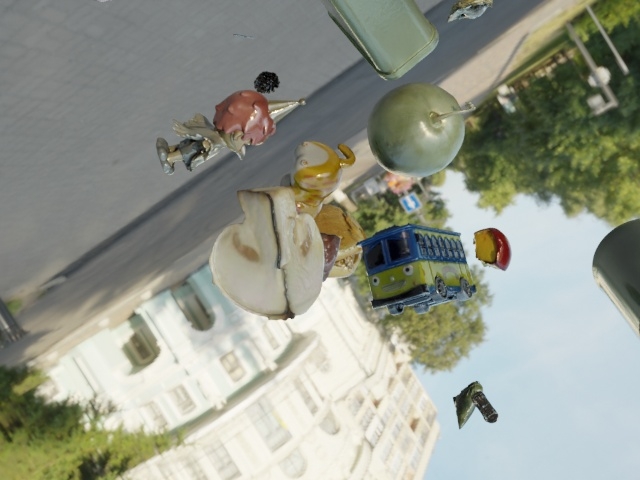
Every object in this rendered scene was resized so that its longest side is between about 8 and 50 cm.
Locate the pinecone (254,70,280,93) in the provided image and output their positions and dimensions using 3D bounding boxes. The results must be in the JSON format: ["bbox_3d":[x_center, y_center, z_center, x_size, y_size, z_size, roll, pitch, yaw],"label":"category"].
[{"bbox_3d":[-0.173,-0.501,1.984,0.083,0.077,0.077,-47,-172,-29],"label":"pinecone"}]

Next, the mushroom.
[{"bbox_3d":[-0.099,0.022,1.161,0.162,0.236,0.173,-8,-179,23],"label":"mushroom"}]

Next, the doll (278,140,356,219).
[{"bbox_3d":[-0.039,-0.158,1.757,0.269,0.162,0.167,-47,-156,42],"label":"doll"}]

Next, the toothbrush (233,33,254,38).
[{"bbox_3d":[-0.264,-0.702,2.134,0.097,0.008,0.006,-12,135,-51],"label":"toothbrush"}]

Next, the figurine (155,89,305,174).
[{"bbox_3d":[-0.222,-0.280,1.561,0.386,0.166,0.207,-22,-153,-3],"label":"figurine"}]

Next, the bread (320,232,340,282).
[{"bbox_3d":[-0.077,0.054,1.826,0.244,0.123,0.190,8,151,-10],"label":"bread"}]

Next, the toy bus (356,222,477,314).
[{"bbox_3d":[0.217,0.063,1.361,0.138,0.175,0.287,-21,165,32],"label":"toy bus"}]

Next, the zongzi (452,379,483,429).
[{"bbox_3d":[0.435,0.476,1.802,0.109,0.055,0.119,-54,-169,29],"label":"zongzi"}]

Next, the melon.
[{"bbox_3d":[0.252,-0.292,1.671,0.271,0.272,0.308,-32,167,0],"label":"melon"}]

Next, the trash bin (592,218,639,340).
[{"bbox_3d":[0.919,0.121,1.675,0.280,0.280,0.432,-32,-166,19],"label":"trash bin"}]

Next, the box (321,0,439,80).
[{"bbox_3d":[0.081,-0.612,1.495,0.177,0.352,0.344,-39,146,13],"label":"box"}]

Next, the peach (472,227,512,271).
[{"bbox_3d":[0.544,0.026,1.963,0.118,0.151,0.151,-55,180,2],"label":"peach"}]

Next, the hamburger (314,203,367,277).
[{"bbox_3d":[-0.005,-0.003,2.099,0.284,0.174,0.304,3,-152,-15],"label":"hamburger"}]

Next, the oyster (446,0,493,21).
[{"bbox_3d":[0.372,-0.577,1.540,0.108,0.053,0.165,-26,-177,36],"label":"oyster"}]

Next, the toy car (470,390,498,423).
[{"bbox_3d":[0.452,0.460,1.708,0.041,0.093,0.025,-33,167,1],"label":"toy car"}]
